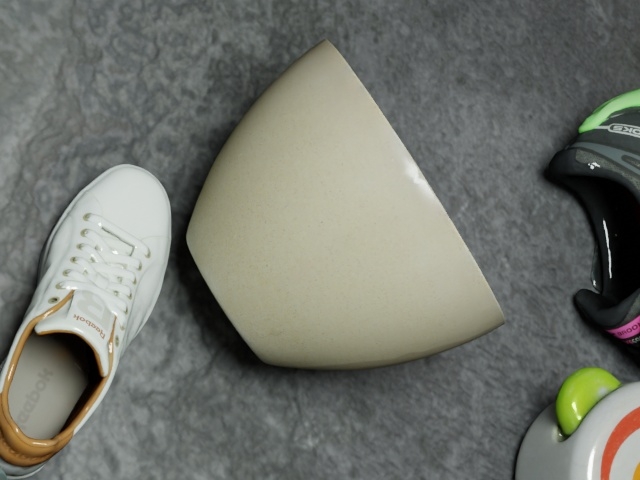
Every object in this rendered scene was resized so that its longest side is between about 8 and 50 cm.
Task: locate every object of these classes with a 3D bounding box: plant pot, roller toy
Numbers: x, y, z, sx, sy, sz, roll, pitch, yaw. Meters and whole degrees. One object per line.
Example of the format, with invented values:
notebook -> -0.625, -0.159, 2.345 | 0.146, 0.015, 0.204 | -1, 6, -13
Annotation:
plant pot -> 0.000, 0.000, 1.097 | 0.191, 0.284, 0.284 | -32, 95, 1
roller toy -> 0.293, 0.237, 1.254 | 0.191, 0.146, 0.209 | 11, 76, -19

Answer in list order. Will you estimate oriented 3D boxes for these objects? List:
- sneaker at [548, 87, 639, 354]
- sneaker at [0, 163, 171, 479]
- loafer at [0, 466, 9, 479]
sneaker -> 0.381, 0.083, 1.363 | 0.202, 0.185, 0.482 | -24, 86, -16
sneaker -> -0.178, 0.055, 1.033 | 0.106, 0.123, 0.290 | 30, 61, -19
loafer -> -0.283, 0.186, 0.955 | 0.096, 0.084, 0.267 | -18, 102, -36
